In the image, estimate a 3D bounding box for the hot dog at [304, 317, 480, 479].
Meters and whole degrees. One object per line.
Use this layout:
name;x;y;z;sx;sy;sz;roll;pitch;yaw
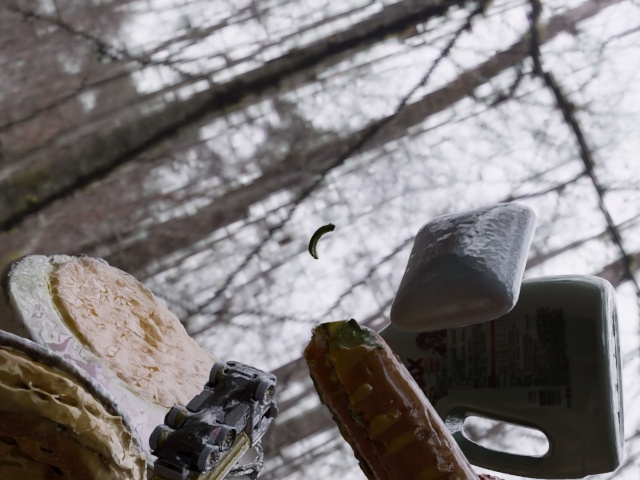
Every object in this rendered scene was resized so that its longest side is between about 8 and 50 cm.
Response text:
hot dog;0.072;0.191;1.207;0.269;0.072;0.115;55;-24;0

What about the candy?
candy;0.149;0.025;1.324;0.138;0.174;0.071;-12;-61;25

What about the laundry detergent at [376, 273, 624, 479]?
laundry detergent;0.194;0.185;1.689;0.398;0.125;0.264;-5;-96;20

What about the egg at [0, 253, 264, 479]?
egg;-0.204;0.152;1.124;0.286;0.174;0.264;46;14;3

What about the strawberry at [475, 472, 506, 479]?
strawberry;0.241;0.401;1.846;0.167;0.208;0.087;-49;-141;22

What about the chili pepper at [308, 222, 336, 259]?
chili pepper;0.000;0.001;1.880;0.030;0.017;0.083;26;-45;-11

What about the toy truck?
toy truck;-0.080;0.146;0.939;0.052;0.123;0.063;18;-51;24

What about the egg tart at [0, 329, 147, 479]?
egg tart;-0.214;0.128;0.725;0.094;0.234;0.234;-99;-173;-53
